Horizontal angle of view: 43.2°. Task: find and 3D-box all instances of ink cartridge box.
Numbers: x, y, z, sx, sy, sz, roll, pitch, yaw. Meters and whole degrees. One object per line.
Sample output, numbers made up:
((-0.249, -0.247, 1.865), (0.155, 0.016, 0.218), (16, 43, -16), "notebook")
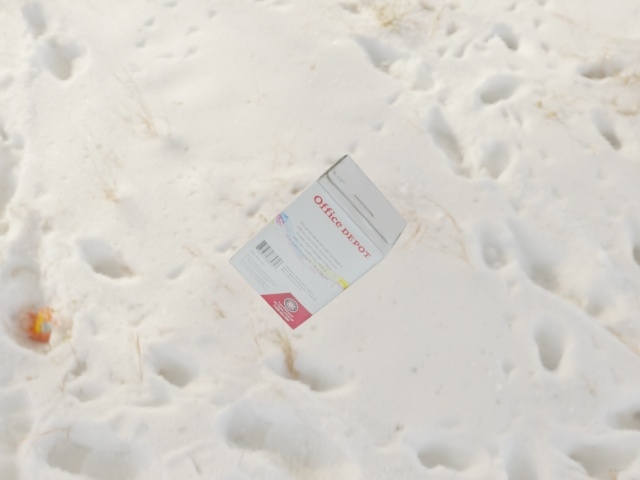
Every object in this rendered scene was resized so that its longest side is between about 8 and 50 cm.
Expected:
((0.000, 0.000, 1.046), (0.128, 0.176, 0.127), (48, 29, -4), "ink cartridge box")
